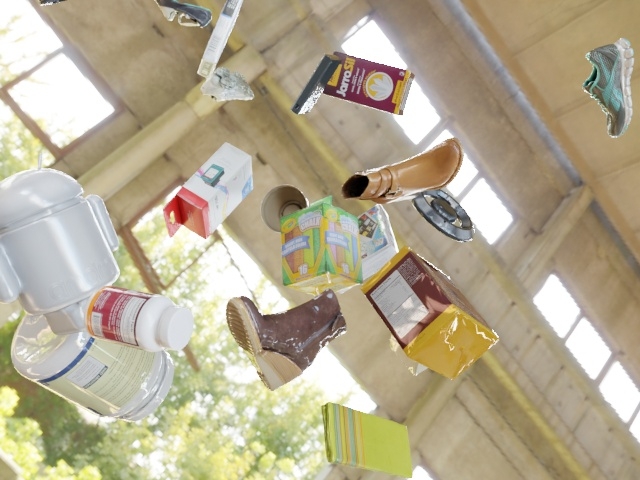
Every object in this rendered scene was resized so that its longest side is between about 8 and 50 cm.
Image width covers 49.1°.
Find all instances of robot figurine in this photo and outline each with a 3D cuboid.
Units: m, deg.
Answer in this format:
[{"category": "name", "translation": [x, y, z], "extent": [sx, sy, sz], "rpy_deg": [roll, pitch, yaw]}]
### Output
[{"category": "robot figurine", "translation": [-0.533, 0.009, 1.392], "extent": [0.199, 0.300, 0.353], "rpy_deg": [-14, -76, 34]}]

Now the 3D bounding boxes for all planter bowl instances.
[{"category": "planter bowl", "translation": [-0.106, -0.097, 2.337], "extent": [0.162, 0.162, 0.109], "rpy_deg": [36, 2, 17]}]

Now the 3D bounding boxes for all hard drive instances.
[{"category": "hard drive", "translation": [-0.008, -0.328, 1.473], "extent": [0.022, 0.094, 0.135], "rpy_deg": [37, -71, 4]}]

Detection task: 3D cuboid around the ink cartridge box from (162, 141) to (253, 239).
[{"category": "ink cartridge box", "translation": [-0.255, -0.099, 1.616], "extent": [0.078, 0.231, 0.134], "rpy_deg": [30, -28, 15]}]

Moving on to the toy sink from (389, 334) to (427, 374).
[{"category": "toy sink", "translation": [0.294, 0.235, 1.942], "extent": [0.131, 0.153, 0.234], "rpy_deg": [49, -26, 32]}]

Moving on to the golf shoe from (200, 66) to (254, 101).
[{"category": "golf shoe", "translation": [-0.235, -0.380, 1.756], "extent": [0.176, 0.086, 0.069], "rpy_deg": [8, 55, -65]}]

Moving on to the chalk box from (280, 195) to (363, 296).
[{"category": "chalk box", "translation": [0.000, 0.000, 1.567], "extent": [0.132, 0.213, 0.132], "rpy_deg": [-21, -27, 35]}]

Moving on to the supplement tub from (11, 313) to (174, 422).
[{"category": "supplement tub", "translation": [-0.523, 0.273, 1.647], "extent": [0.235, 0.235, 0.325], "rpy_deg": [17, -23, 43]}]

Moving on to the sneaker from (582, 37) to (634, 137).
[{"category": "sneaker", "translation": [0.482, -0.254, 1.187], "extent": [0.076, 0.065, 0.166], "rpy_deg": [-8, -67, 7]}]

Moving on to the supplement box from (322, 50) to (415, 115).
[{"category": "supplement box", "translation": [0.112, -0.362, 1.625], "extent": [0.188, 0.104, 0.081], "rpy_deg": [18, 11, 12]}]

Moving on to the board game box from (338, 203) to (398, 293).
[{"category": "board game box", "translation": [0.114, 0.016, 1.989], "extent": [0.053, 0.193, 0.305], "rpy_deg": [53, 13, -20]}]

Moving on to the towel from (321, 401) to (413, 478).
[{"category": "towel", "translation": [0.087, 0.361, 1.254], "extent": [0.021, 0.102, 0.237], "rpy_deg": [-25, -37, 33]}]

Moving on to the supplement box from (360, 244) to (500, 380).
[{"category": "supplement box", "translation": [0.216, 0.144, 1.391], "extent": [0.191, 0.129, 0.194], "rpy_deg": [32, 18, -46]}]

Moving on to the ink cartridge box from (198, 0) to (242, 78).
[{"category": "ink cartridge box", "translation": [-0.274, -0.547, 1.898], "extent": [0.045, 0.206, 0.208], "rpy_deg": [22, -7, -12]}]

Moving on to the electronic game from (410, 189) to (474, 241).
[{"category": "electronic game", "translation": [0.352, -0.081, 2.027], "extent": [0.229, 0.229, 0.048], "rpy_deg": [42, -61, 5]}]

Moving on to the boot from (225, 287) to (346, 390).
[{"category": "boot", "translation": [-0.061, 0.149, 1.340], "extent": [0.090, 0.207, 0.248], "rpy_deg": [27, -33, 45]}]

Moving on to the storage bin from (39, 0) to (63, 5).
[{"category": "storage bin", "translation": [-0.511, -0.564, 1.486], "extent": [0.122, 0.180, 0.084], "rpy_deg": [-101, 176, -69]}]

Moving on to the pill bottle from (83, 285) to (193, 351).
[{"category": "pill bottle", "translation": [-0.271, 0.120, 1.053], "extent": [0.152, 0.086, 0.086], "rpy_deg": [9, -41, 24]}]

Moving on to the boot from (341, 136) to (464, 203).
[{"category": "boot", "translation": [0.201, -0.172, 1.753], "extent": [0.283, 0.220, 0.109], "rpy_deg": [-27, -108, 52]}]

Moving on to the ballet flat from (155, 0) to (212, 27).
[{"category": "ballet flat", "translation": [-0.427, -0.691, 2.118], "extent": [0.203, 0.074, 0.074], "rpy_deg": [22, -31, 8]}]
